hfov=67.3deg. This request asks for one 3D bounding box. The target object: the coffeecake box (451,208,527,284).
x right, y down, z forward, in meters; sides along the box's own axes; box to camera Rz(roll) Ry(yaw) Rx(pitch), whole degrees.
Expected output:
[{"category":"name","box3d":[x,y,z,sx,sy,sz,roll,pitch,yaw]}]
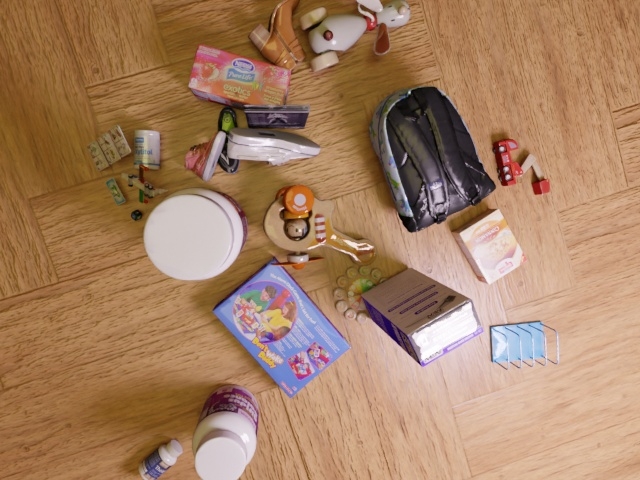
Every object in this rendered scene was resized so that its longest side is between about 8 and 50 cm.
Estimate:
[{"category":"coffeecake box","box3d":[0.515,0.018,1.466,0.142,0.068,0.185,-32,97,-3]}]

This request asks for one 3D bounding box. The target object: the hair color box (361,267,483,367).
[{"category":"hair color box","box3d":[0.261,0.194,1.308,0.185,0.339,0.110,-27,104,-8]}]

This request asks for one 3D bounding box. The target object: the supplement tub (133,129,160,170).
[{"category":"supplement tub","box3d":[-0.487,-0.252,1.347,0.071,0.071,0.107,0,95,-6]}]

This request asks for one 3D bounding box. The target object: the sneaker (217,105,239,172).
[{"category":"sneaker","box3d":[-0.266,-0.285,1.361,0.067,0.078,0.187,-1,97,-7]}]

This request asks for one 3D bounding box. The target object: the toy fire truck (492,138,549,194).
[{"category":"toy fire truck","box3d":[0.613,-0.224,1.467,0.136,0.047,0.191,-15,95,-5]}]

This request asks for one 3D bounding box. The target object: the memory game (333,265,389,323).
[{"category":"memory game","box3d":[0.130,0.164,1.469,0.187,0.012,0.186,0,95,-6]}]

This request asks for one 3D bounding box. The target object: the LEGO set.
[{"category":"LEGO set","box3d":[-0.532,-0.181,1.333,0.183,0.060,0.244,-15,104,39]}]

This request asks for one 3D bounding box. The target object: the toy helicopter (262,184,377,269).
[{"category":"toy helicopter","box3d":[0.000,0.000,1.388,0.355,0.140,0.234,23,87,-17]}]

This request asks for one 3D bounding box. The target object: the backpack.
[{"category":"backpack","box3d":[0.283,-0.253,1.349,0.290,0.273,0.355,-30,118,0]}]

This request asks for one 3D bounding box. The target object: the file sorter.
[{"category":"file sorter","box3d":[0.631,0.327,1.484,0.171,0.104,0.118,-5,96,-6]}]

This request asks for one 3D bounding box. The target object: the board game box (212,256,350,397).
[{"category":"board game box","box3d":[-0.113,0.254,1.419,0.233,0.078,0.347,-40,97,-1]}]

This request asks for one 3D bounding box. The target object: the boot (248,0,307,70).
[{"category":"boot","box3d":[-0.090,-0.584,1.367,0.152,0.073,0.197,43,88,-15]}]

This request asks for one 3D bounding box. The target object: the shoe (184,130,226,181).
[{"category":"shoe","box3d":[-0.323,-0.245,1.330,0.081,0.063,0.178,30,136,-4]}]

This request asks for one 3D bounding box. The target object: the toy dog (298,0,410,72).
[{"category":"toy dog","box3d":[0.098,-0.597,1.322,0.334,0.161,0.220,-42,111,1]}]

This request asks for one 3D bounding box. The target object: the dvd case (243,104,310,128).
[{"category":"dvd case","box3d":[-0.118,-0.333,1.300,0.165,0.221,0.018,-1,92,-5]}]

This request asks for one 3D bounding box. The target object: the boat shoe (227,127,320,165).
[{"category":"boat shoe","box3d":[-0.131,-0.254,1.359,0.268,0.096,0.088,-1,124,-29]}]

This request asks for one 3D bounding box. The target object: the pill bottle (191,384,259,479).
[{"category":"pill bottle","box3d":[-0.256,0.526,1.314,0.170,0.301,0.169,0,95,-6]}]

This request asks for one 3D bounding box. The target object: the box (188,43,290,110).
[{"category":"box","box3d":[-0.218,-0.433,1.330,0.257,0.128,0.122,14,93,-6]}]

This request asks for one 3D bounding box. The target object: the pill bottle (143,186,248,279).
[{"category":"pill bottle","box3d":[-0.304,-0.022,1.221,0.224,0.392,0.223,0,95,-6]}]

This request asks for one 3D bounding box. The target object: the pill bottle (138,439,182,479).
[{"category":"pill bottle","box3d":[-0.470,0.650,1.421,0.120,0.067,0.067,-41,97,-1]}]
